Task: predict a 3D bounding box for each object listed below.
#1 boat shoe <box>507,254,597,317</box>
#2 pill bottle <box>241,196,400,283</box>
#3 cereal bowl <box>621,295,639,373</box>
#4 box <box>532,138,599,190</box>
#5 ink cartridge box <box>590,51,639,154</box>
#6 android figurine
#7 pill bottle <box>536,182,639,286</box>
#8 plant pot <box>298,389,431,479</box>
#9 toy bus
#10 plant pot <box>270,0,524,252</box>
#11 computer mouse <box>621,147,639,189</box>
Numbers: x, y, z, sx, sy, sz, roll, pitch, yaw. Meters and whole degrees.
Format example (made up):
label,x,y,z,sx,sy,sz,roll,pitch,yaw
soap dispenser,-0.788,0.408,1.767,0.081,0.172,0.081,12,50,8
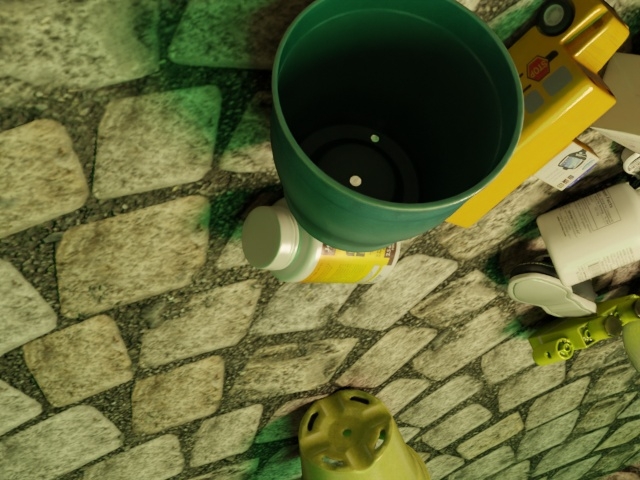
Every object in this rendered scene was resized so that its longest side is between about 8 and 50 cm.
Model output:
label,x,y,z,sx,sy,sz,roll,pitch,yaw
boat shoe,0.419,0.072,2.000,0.114,0.091,0.302,-8,161,27
pill bottle,0.000,0.000,1.505,0.215,0.117,0.117,3,138,-43
cereal bowl,0.761,0.131,2.242,0.339,0.141,0.339,-30,-172,5
box,0.381,-0.123,1.726,0.081,0.028,0.136,-41,150,21
ink cartridge box,0.574,-0.163,1.627,0.353,0.207,0.119,14,93,-50
android figurine,0.520,0.173,2.171,0.248,0.056,0.273,-25,178,-30
pill bottle,0.488,-0.022,1.829,0.229,0.131,0.131,-22,152,12
plant pot,0.066,0.428,2.114,0.276,0.276,0.254,-24,138,-8
toy bus,0.265,-0.172,1.447,0.332,0.130,0.108,-42,148,23
plant pot,0.062,-0.110,1.264,0.271,0.272,0.255,-18,163,-17
computer mouse,0.543,-0.137,1.828,0.106,0.042,0.193,-34,156,18
